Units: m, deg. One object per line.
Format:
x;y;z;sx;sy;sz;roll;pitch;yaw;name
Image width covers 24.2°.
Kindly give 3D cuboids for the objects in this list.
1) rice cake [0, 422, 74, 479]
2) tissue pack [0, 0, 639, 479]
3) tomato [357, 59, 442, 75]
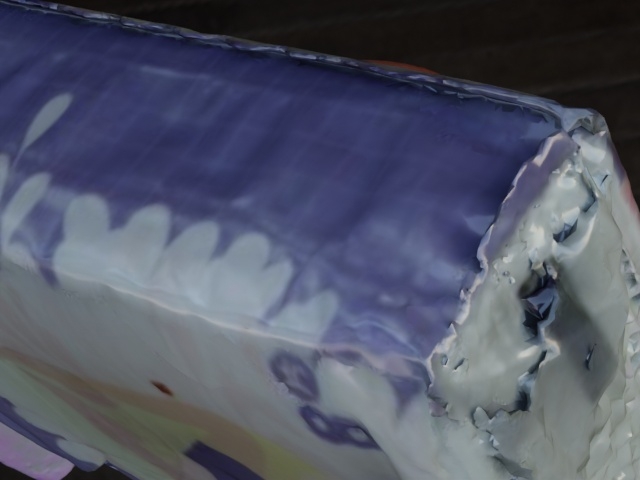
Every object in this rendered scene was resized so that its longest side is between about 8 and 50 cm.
-0.261;0.082;0.948;0.072;0.365;0.056;-51;52;2;rice cake
-0.032;0.027;0.571;0.344;0.242;0.125;15;62;35;tissue pack
0.000;0.000;1.271;0.273;0.341;0.341;17;55;-18;tomato
